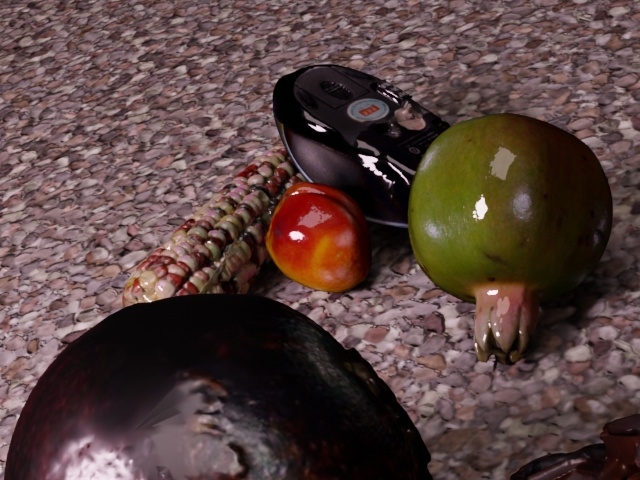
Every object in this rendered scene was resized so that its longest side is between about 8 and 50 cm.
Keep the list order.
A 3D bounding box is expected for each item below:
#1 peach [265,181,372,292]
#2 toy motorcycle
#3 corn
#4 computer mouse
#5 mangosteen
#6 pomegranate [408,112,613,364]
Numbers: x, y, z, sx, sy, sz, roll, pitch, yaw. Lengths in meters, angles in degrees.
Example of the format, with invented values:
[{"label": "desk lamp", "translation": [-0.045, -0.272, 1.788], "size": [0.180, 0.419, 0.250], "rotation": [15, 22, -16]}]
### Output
[{"label": "peach", "translation": [0.001, 0.000, 1.519], "size": [0.101, 0.100, 0.100], "rotation": [-14, 33, 9]}, {"label": "toy motorcycle", "translation": [0.222, 0.169, 1.148], "size": [0.213, 0.084, 0.118], "rotation": [-13, 19, 25]}, {"label": "corn", "translation": [-0.087, -0.002, 1.572], "size": [0.092, 0.092, 0.280], "rotation": [5, 37, 33]}, {"label": "computer mouse", "translation": [0.051, -0.079, 1.584], "size": [0.233, 0.096, 0.137], "rotation": [37, 42, 22]}, {"label": "mangosteen", "translation": [-0.074, 0.190, 1.095], "size": [0.330, 0.330, 0.330], "rotation": [-14, 33, 9]}, {"label": "pomegranate", "translation": [0.153, 0.000, 1.393], "size": [0.180, 0.180, 0.209], "rotation": [-3, 65, 24]}]
